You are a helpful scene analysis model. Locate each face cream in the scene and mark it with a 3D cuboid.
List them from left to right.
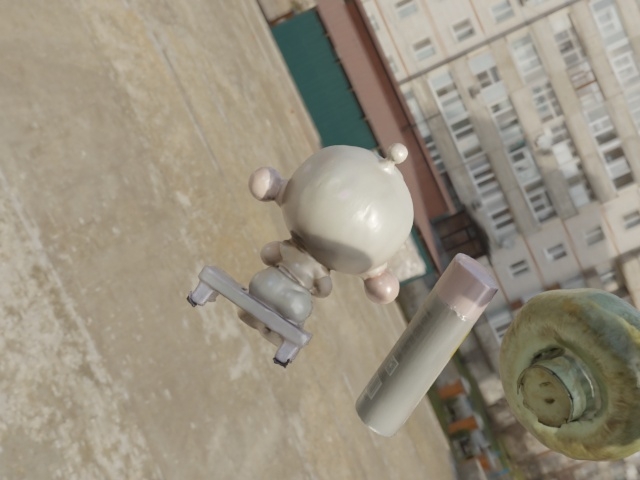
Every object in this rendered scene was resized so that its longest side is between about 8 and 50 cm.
[{"bbox_3d":[0.147,0.147,1.196,0.073,0.269,0.107,28,15,-14],"label":"face cream"}]

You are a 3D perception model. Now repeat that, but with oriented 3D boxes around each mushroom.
[{"bbox_3d":[0.493,0.255,1.619,0.352,0.260,0.352,29,-51,42],"label":"mushroom"}]

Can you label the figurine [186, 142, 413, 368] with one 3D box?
[{"bbox_3d":[-0.006,-0.004,0.890,0.182,0.256,0.144,38,5,25],"label":"figurine"}]
